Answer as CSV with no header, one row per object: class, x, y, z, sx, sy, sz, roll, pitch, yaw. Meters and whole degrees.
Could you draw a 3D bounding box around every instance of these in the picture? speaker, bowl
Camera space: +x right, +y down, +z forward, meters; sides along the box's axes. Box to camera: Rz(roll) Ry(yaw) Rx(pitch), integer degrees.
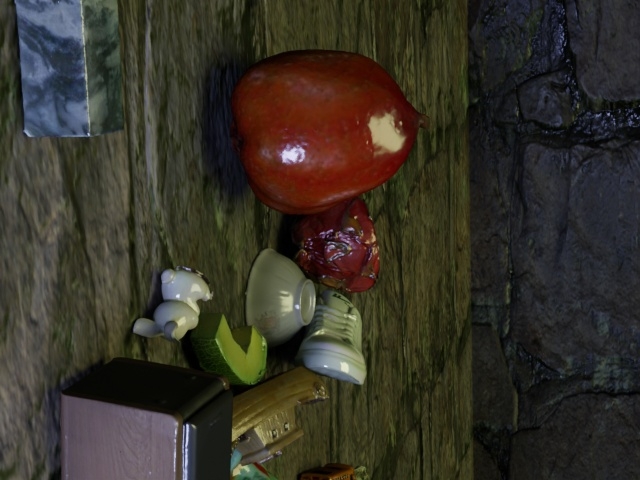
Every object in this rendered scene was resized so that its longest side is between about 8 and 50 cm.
speaker,-0.220,0.287,1.353,0.153,0.192,0.231,-34,128,-68
bowl,-0.060,0.108,1.934,0.189,0.086,0.189,3,90,-72

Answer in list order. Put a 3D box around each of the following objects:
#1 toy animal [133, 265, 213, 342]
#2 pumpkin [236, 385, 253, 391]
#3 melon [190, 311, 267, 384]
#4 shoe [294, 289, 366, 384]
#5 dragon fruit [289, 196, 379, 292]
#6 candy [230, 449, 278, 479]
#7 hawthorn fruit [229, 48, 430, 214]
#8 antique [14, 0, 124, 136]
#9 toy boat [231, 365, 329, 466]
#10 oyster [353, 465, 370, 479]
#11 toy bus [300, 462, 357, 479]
toy animal,-0.205,0.100,1.537,0.085,0.071,0.124,66,32,-53
pumpkin,-0.122,0.261,1.846,0.101,0.035,0.073,-102,179,-83
melon,-0.146,0.174,1.710,0.209,0.064,0.118,53,30,-58
shoe,0.026,0.172,1.993,0.363,0.132,0.160,115,-14,-85
dragon fruit,0.002,0.003,2.033,0.218,0.148,0.224,174,-99,-70
candy,-0.110,0.461,1.788,0.398,0.172,0.263,55,26,-30
hawthorn fruit,-0.005,-0.177,1.737,0.295,0.311,0.295,-13,105,-57
antique,-0.286,-0.213,1.240,0.086,0.088,0.183,-30,120,-69
toy boat,-0.089,0.288,1.732,0.321,0.089,0.121,-16,79,-55
oyster,0.069,0.575,2.412,0.177,0.064,0.125,-11,88,-60
toy bus,0.021,0.508,2.219,0.194,0.083,0.088,14,79,-70
